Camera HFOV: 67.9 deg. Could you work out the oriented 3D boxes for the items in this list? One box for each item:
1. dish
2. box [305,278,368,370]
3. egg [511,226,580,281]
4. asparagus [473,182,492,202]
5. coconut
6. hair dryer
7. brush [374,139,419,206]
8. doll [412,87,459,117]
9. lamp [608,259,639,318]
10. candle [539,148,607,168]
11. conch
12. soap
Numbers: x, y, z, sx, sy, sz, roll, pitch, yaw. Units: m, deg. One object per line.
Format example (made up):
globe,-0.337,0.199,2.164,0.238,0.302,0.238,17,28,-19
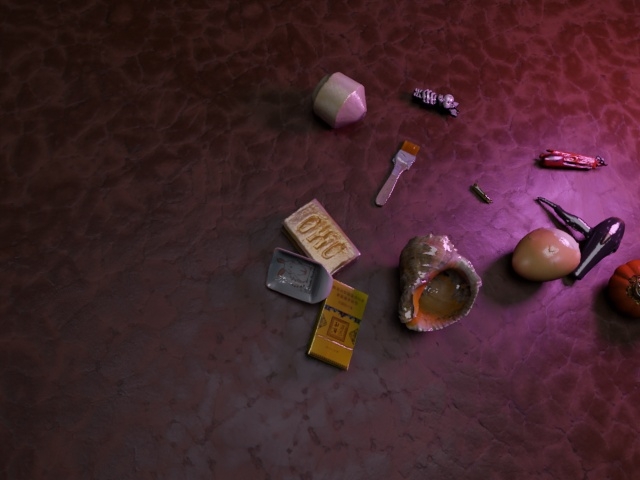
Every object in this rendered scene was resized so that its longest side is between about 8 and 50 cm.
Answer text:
dish,-0.065,0.124,1.665,0.234,0.064,0.154,20,104,15
box,0.060,0.289,1.648,0.153,0.041,0.279,26,66,-16
egg,0.831,0.057,1.770,0.244,0.201,0.201,-25,74,-6
asparagus,0.661,-0.190,1.937,0.021,0.025,0.108,-34,76,-28
coconut,0.085,-0.558,1.919,0.222,0.202,0.202,37,69,12
hair dryer,0.996,-0.043,1.904,0.304,0.120,0.359,-45,69,-6
brush,0.306,-0.271,1.926,0.085,0.020,0.337,28,68,4
doll,0.505,-0.603,2.057,0.219,0.067,0.091,22,57,0
lamp,1.198,0.181,1.769,0.223,0.196,0.224,-3,84,26
candle,1.082,-0.338,2.030,0.301,0.059,0.084,8,80,-2
conch,0.400,0.152,1.685,0.296,0.210,0.353,25,91,12
soap,0.000,0.000,1.747,0.173,0.089,0.274,-36,77,-15
